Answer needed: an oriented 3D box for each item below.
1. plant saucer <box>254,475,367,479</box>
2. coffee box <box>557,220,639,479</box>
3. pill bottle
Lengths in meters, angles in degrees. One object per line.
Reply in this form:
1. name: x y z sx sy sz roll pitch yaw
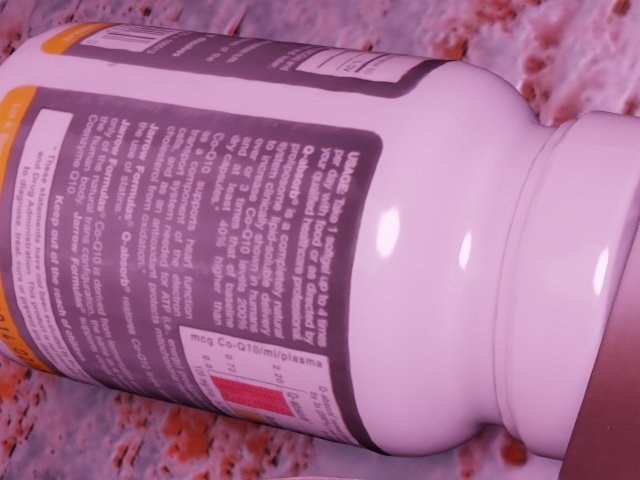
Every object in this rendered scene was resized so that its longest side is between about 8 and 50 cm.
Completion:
1. plant saucer: 0.004 0.234 0.469 0.310 0.050 0.311 -5 77 23
2. coffee box: 0.189 0.009 0.501 0.141 0.098 0.247 10 63 26
3. pill bottle: 0.000 0.000 0.596 0.278 0.162 0.162 11 84 26
